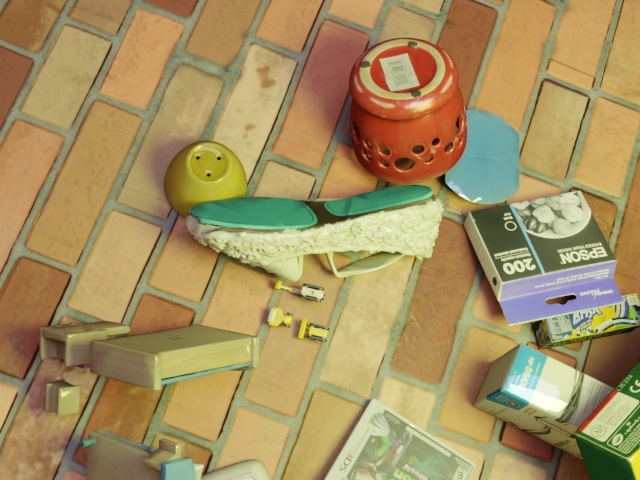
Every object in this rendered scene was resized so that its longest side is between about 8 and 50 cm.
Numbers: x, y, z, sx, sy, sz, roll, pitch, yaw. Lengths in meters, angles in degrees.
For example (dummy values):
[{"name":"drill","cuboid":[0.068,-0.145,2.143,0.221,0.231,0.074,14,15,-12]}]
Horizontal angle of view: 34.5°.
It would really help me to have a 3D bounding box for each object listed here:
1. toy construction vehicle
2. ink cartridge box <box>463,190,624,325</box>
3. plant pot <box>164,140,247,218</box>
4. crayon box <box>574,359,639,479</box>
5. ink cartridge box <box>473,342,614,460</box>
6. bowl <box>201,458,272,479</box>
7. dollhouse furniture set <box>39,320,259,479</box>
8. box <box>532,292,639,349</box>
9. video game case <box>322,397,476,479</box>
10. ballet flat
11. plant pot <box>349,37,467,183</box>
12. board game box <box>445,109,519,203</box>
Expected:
[{"name":"toy construction vehicle","cuboid":[-0.031,0.110,1.618,0.098,0.035,0.085,12,82,-2]},{"name":"ink cartridge box","cuboid":[0.364,0.025,1.669,0.206,0.045,0.208,-11,57,-12]},{"name":"plant pot","cuboid":[-0.179,-0.104,1.629,0.134,0.095,0.134,3,72,-8]},{"name":"crayon box","cuboid":[0.549,0.283,1.505,0.363,0.106,0.313,-40,125,-23]},{"name":"ink cartridge box","cuboid":[0.357,0.249,1.568,0.203,0.148,0.086,27,69,1]},{"name":"bowl","cuboid":[-0.124,0.397,1.496,0.142,0.053,0.142,-18,77,-13]},{"name":"dollhouse furniture set","cuboid":[-0.245,0.283,1.494,0.198,0.286,0.303,-4,98,-50]},{"name":"box","cuboid":[0.433,0.131,1.666,0.169,0.059,0.054,-9,73,-12]},{"name":"video game case","cuboid":[0.116,0.358,1.551,0.190,0.022,0.173,33,63,2]},{"name":"ballet flat","cuboid":[0.000,0.000,1.605,0.409,0.147,0.147,-5,73,-12]},{"name":"plant pot","cuboid":[0.140,-0.214,1.645,0.191,0.174,0.191,-3,54,4]},{"name":"board game box","cuboid":[0.269,-0.137,1.745,0.133,0.033,0.168,7,73,-13]}]
